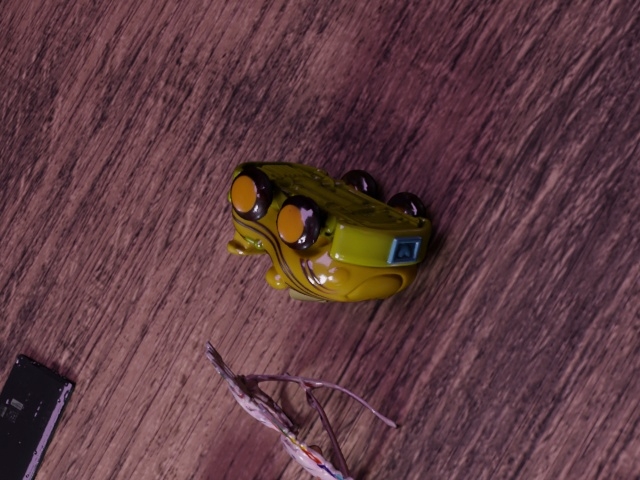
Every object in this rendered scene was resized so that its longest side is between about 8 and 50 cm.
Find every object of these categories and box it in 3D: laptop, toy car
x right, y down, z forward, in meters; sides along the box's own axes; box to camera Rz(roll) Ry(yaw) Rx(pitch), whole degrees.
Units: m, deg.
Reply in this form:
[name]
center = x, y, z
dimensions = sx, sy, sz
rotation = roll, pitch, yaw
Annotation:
[laptop]
center = -0.408, 0.254, 1.845
dimensions = 0.129, 0.016, 0.180
rotation = 19, 85, 42
[toy car]
center = 0.000, 0.000, 1.536
dimensions = 0.248, 0.200, 0.142
rotation = 31, 113, 43

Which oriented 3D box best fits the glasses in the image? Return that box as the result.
[glasses]
center = -0.023, 0.182, 1.482
dimensions = 0.255, 0.162, 0.095
rotation = 36, 91, 41
